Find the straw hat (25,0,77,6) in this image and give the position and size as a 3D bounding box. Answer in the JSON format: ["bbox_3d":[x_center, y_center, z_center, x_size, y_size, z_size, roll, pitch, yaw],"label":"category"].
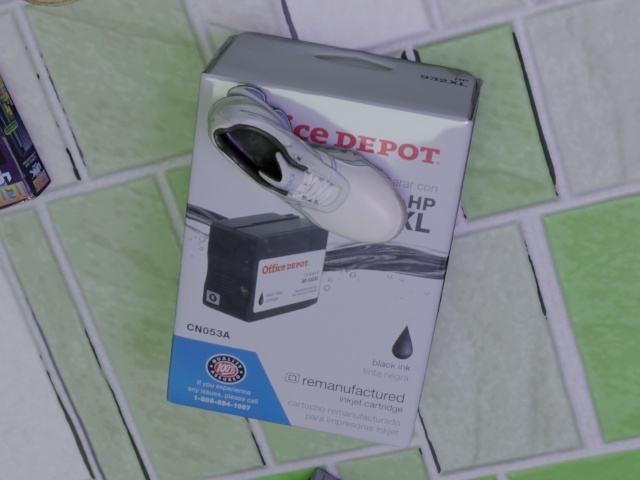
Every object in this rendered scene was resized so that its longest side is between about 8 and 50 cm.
[{"bbox_3d":[-0.236,-0.256,1.121,0.144,0.061,0.144,3,114,8],"label":"straw hat"}]

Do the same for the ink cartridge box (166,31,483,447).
[{"bbox_3d":[0.000,0.000,1.154,0.223,0.129,0.307,11,114,5],"label":"ink cartridge box"}]

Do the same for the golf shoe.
[{"bbox_3d":[-0.014,-0.044,1.020,0.176,0.086,0.069,32,111,-6],"label":"golf shoe"}]

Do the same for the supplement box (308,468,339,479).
[{"bbox_3d":[-0.011,0.358,1.343,0.130,0.073,0.239,29,116,-4],"label":"supplement box"}]

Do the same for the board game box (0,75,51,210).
[{"bbox_3d":[-0.353,-0.084,1.223,0.170,0.048,0.141,-16,112,15],"label":"board game box"}]
